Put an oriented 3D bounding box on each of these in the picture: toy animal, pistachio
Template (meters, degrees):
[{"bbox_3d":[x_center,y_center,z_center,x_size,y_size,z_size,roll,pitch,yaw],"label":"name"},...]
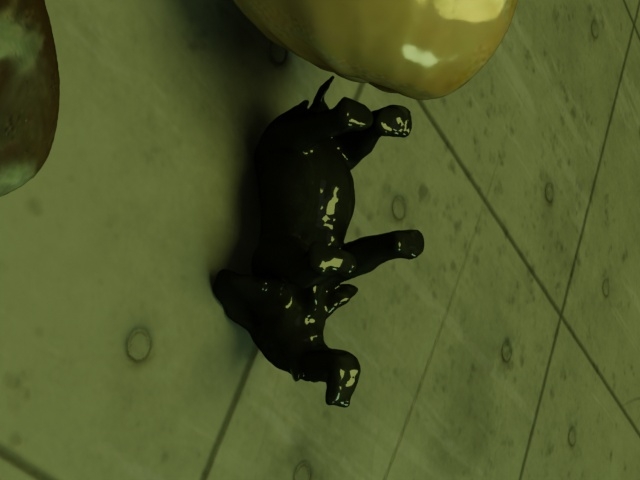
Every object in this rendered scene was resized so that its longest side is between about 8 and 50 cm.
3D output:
[{"bbox_3d":[0.004,0.003,0.775,0.114,0.146,0.245,25,65,-31],"label":"toy animal"},{"bbox_3d":[0.029,-0.239,0.747,0.230,0.230,0.309,4,69,-54],"label":"pistachio"}]

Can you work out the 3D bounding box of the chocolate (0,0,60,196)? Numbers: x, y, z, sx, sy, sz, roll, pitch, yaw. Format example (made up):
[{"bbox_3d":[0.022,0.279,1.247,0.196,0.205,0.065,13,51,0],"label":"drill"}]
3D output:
[{"bbox_3d":[-0.227,-0.084,0.514,0.254,0.080,0.157,-12,99,-53],"label":"chocolate"}]
